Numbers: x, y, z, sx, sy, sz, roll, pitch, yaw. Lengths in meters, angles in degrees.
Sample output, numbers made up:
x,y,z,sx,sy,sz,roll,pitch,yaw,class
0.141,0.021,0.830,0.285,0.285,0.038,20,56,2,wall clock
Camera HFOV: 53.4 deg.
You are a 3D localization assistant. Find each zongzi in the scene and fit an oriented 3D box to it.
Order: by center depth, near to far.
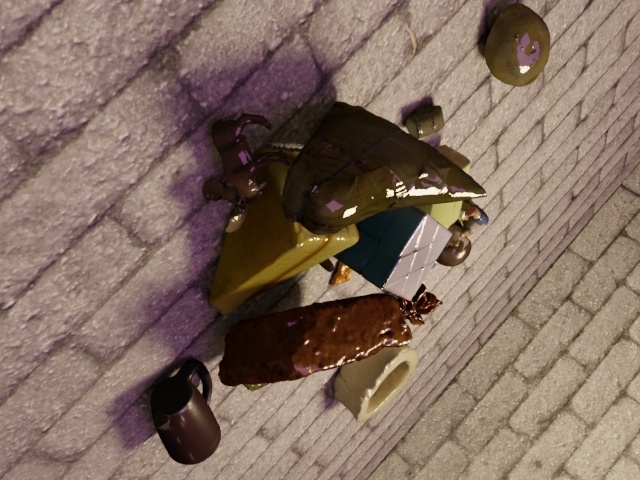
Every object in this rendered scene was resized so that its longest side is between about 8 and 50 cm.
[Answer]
x,y,z,sx,sy,sz,roll,pitch,yaw,class
0.135,-0.099,1.275,0.356,0.393,0.174,-58,174,-49,zongzi

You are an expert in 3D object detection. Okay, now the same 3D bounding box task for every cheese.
x,y,z,sx,sy,sz,roll,pitch,yaw,class
0.195,0.491,2.325,0.332,0.153,0.292,-48,150,-8,cheese

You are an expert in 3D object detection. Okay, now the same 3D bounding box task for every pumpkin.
x,y,z,sx,sy,sz,roll,pitch,yaw,class
0.074,0.090,1.843,0.073,0.035,0.101,-18,134,-47,pumpkin

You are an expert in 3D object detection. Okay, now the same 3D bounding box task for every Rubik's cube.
x,y,z,sx,sy,sz,roll,pitch,yaw,class
0.177,-0.002,1.677,0.231,0.225,0.221,-58,149,3,Rubik's cube

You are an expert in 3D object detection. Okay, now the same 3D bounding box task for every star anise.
x,y,z,sx,sy,sz,roll,pitch,yaw,class
0.295,0.219,2.197,0.190,0.126,0.220,-43,137,8,star anise

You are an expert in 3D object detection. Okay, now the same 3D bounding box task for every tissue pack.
x,y,z,sx,sy,sz,roll,pitch,yaw,class
0.336,-0.135,1.862,0.159,0.125,0.234,-34,146,-27,tissue pack

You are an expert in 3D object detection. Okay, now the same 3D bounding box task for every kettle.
x,y,z,sx,sy,sz,roll,pitch,yaw,class
-0.322,0.415,1.564,0.202,0.144,0.232,-55,154,-35,kettle

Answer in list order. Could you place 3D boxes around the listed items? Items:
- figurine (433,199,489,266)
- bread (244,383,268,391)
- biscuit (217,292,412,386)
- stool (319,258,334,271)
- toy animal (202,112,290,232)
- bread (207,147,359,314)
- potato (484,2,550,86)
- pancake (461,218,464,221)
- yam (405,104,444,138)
x,y,z,sx,sy,sz,roll,pitch,yaw,class
0.437,-0.013,2.119,0.275,0.158,0.161,-62,-175,18,figurine
-0.159,0.359,1.788,0.156,0.064,0.117,-12,133,-46,bread
-0.021,0.240,1.582,0.395,0.166,0.343,-7,174,-40,biscuit
0.000,0.000,1.568,0.135,0.110,0.134,-26,143,-36,stool
-0.153,-0.134,1.217,0.186,0.094,0.214,-24,117,2,toy animal
-0.131,-0.010,1.441,0.362,0.245,0.233,-33,164,34,bread
0.522,-0.514,1.687,0.178,0.160,0.235,-65,147,-28,potato
0.468,-0.030,2.255,0.158,0.028,0.158,-30,142,-27,pancake
0.279,-0.309,1.654,0.146,0.070,0.069,-26,141,-35,yam
